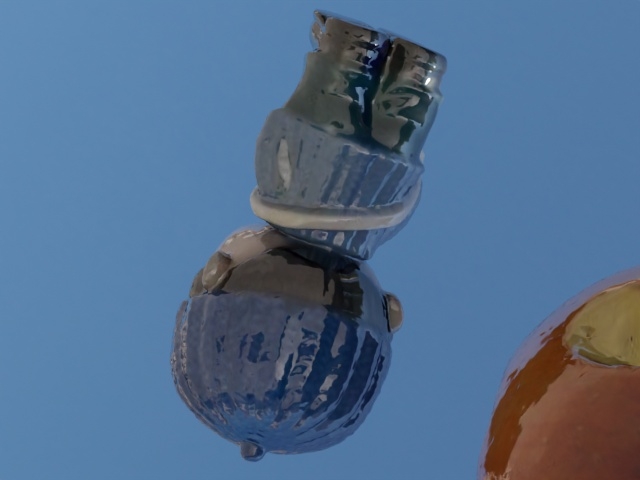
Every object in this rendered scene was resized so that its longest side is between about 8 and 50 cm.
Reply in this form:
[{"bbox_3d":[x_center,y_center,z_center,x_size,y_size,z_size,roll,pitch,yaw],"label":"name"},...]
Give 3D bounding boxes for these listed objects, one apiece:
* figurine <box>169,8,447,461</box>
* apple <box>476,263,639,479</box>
[{"bbox_3d":[0.003,0.002,0.581,0.136,0.077,0.079,-67,-156,16],"label":"figurine"},{"bbox_3d":[0.123,0.088,0.514,0.199,0.199,0.199,-19,-125,30],"label":"apple"}]
